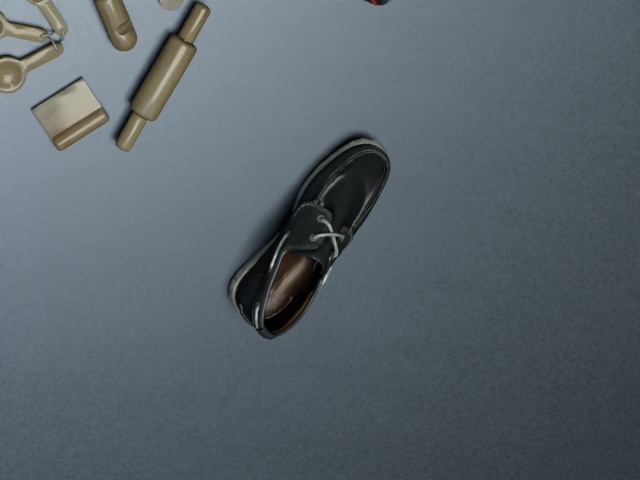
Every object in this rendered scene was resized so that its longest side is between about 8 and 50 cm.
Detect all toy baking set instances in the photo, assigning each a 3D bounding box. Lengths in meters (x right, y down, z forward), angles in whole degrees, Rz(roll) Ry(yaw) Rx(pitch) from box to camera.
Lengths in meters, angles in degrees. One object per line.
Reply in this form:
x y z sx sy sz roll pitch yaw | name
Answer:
-0.204 -0.203 1.353 0.196 0.030 0.256 31 101 -30 | toy baking set

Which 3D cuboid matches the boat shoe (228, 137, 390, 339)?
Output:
0.000 0.000 1.503 0.084 0.079 0.233 34 97 -29 | boat shoe

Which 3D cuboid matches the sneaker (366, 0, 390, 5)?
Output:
0.073 -0.361 1.363 0.125 0.104 0.262 -24 126 -29 | sneaker
